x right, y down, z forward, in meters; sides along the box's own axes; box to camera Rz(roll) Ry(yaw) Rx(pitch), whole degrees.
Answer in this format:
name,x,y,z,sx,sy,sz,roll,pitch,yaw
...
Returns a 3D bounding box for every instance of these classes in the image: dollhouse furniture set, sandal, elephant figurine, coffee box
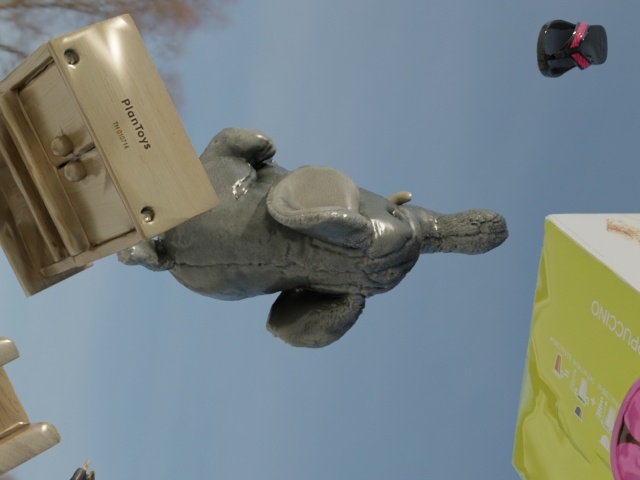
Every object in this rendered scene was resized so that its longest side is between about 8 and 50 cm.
name,x,y,z,sx,sy,sz,roll,pitch,yaw
dollhouse furniture set,-0.196,0.002,0.476,0.161,0.242,0.212,-17,-80,53
sandal,0.315,-0.236,1.282,0.040,0.179,0.067,6,-74,41
elephant figurine,0.000,0.000,0.875,0.239,0.169,0.186,18,-107,31
coffee box,0.435,0.178,1.157,0.337,0.334,0.338,-121,-147,-67

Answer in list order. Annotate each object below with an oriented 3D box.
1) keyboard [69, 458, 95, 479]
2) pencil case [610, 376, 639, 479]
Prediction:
name,x,y,z,sx,sy,sz,roll,pitch,yaw
keyboard,-0.157,0.254,0.583,0.033,0.317,0.202,-2,-72,34
pencil case,0.255,0.110,0.572,0.095,0.209,0.098,-2,-101,51
